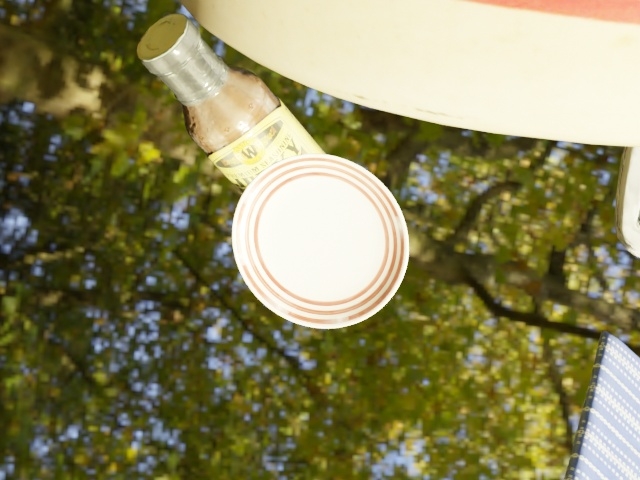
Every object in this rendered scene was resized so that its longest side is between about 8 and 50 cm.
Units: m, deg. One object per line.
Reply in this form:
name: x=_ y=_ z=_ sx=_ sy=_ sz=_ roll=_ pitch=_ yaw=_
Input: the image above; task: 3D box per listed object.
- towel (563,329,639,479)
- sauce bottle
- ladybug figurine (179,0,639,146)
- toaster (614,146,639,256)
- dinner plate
towel: x=0.365 y=0.289 z=1.422 sx=0.040 sy=0.243 sz=0.336 roll=-35 pitch=-162 yaw=40
sauce bottle: x=-0.084 y=-0.121 z=1.459 sx=0.111 sy=0.344 sz=0.111 roll=-23 pitch=-136 yaw=24
ladybug figurine: x=0.136 y=-0.176 z=0.492 sx=0.161 sy=0.450 sz=0.305 roll=82 pitch=7 yaw=-46
toaster: x=0.314 y=-0.060 z=1.037 sx=0.129 sy=0.146 sz=0.226 roll=16 pitch=-79 yaw=22
dinner plate: x=0.000 y=0.000 z=0.983 sx=0.141 sy=0.141 sz=0.017 roll=-66 pitch=175 yaw=20
